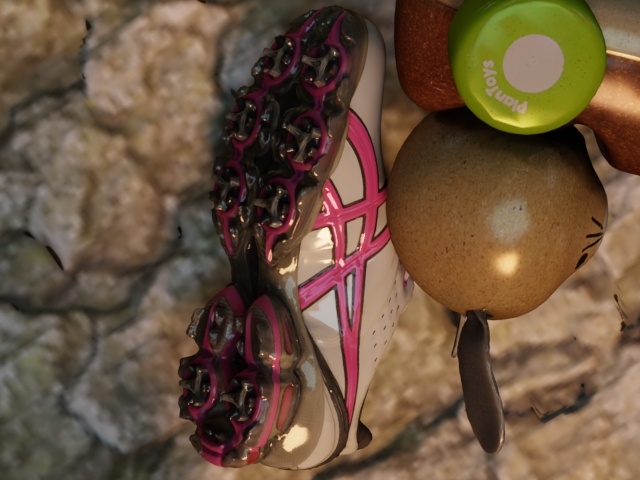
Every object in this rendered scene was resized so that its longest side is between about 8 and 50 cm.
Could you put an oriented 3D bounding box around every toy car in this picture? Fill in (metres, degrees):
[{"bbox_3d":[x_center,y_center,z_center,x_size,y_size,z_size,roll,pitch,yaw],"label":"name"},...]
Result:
[{"bbox_3d":[0.086,-0.018,0.711,0.149,0.155,0.188,12,112,-7],"label":"toy car"}]

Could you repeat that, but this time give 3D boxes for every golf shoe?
[{"bbox_3d":[0.000,0.000,0.755,0.086,0.067,0.186,6,100,-39],"label":"golf shoe"}]
